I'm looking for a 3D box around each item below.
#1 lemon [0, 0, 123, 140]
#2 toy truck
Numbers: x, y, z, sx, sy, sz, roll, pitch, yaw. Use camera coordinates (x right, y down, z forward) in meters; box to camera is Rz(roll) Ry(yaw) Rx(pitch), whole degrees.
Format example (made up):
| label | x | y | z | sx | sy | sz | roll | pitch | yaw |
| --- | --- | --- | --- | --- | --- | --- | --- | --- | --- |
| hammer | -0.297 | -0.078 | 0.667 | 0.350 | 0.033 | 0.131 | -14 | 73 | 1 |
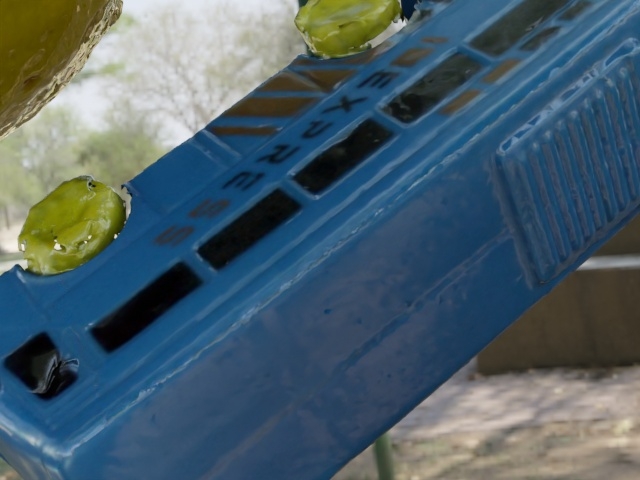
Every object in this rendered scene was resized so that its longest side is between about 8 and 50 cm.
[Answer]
| label | x | y | z | sx | sy | sz | roll | pitch | yaw |
| --- | --- | --- | --- | --- | --- | --- | --- | --- | --- |
| lemon | -0.227 | -0.151 | 0.535 | 0.320 | 0.245 | 0.245 | -42 | 23 | -31 |
| toy truck | 0.000 | 0.000 | 0.559 | 0.385 | 0.161 | 0.162 | -37 | 41 | -12 |
